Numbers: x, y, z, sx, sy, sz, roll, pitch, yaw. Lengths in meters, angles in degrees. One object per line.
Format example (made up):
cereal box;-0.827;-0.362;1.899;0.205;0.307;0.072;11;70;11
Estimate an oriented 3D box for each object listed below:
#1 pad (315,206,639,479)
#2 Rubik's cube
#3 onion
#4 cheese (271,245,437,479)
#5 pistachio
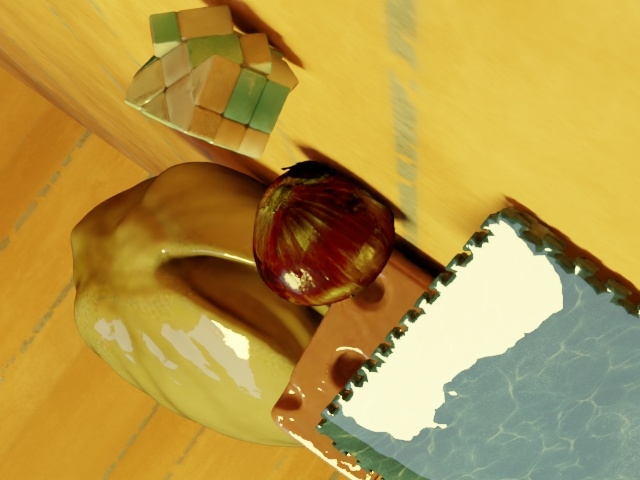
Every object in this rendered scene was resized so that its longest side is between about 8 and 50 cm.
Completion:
pad;0.150;0.129;0.737;0.269;0.012;0.269;34;137;2
Rubik's cube;-0.061;-0.095;0.681;0.084;0.073;0.075;29;-170;24
onion;0.000;0.000;0.959;0.119;0.118;0.117;38;171;-20
cheese;0.076;0.098;1.155;0.128;0.202;0.177;33;-156;12
pistachio;-0.070;0.077;1.366;0.446;0.281;0.365;20;172;1
